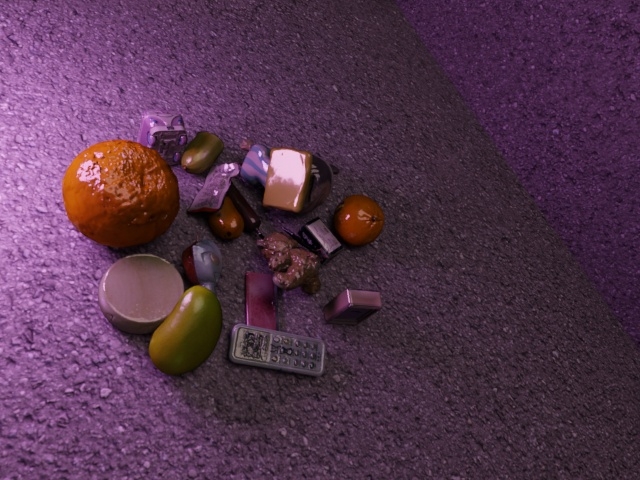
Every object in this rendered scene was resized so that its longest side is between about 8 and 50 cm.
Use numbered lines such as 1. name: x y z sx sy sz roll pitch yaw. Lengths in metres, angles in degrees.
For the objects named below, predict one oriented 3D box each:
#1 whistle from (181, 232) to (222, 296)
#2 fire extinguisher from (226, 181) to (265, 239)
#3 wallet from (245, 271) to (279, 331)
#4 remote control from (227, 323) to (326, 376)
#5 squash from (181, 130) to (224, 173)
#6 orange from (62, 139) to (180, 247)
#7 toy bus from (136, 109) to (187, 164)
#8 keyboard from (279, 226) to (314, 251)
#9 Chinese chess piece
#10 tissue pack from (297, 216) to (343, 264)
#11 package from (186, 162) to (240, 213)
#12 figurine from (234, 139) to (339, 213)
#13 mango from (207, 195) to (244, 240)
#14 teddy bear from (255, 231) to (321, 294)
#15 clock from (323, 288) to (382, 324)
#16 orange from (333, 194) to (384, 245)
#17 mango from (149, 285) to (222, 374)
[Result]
1. whistle: -0.382 0.140 1.543 0.134 0.142 0.345 -3 75 -21
2. fire extinguisher: -0.293 -0.109 1.786 0.072 0.089 0.267 -38 80 -2
3. wallet: -0.207 0.222 1.657 0.120 0.025 0.232 10 56 -25
4. remote control: -0.142 0.370 1.573 0.336 0.066 0.127 16 64 -21
5. squash: -0.458 -0.323 1.787 0.123 0.123 0.186 33 50 -9
6. orange: -0.620 -0.137 1.468 0.341 0.293 0.340 28 47 -35
7. toy bus: -0.575 -0.374 1.697 0.142 0.202 0.142 -9 64 -34
8. keyboard: -0.085 -0.004 1.777 0.074 0.196 0.015 33 84 32
9. Chinese chess piece: -0.545 0.162 1.444 0.251 0.101 0.250 15 55 -22
10. tissue pack: 0.000 0.001 1.875 0.103 0.090 0.170 -31 78 -40
11. package: -0.385 -0.191 1.724 0.040 0.166 0.231 50 49 -46
12. figurine: -0.106 -0.251 1.943 0.362 0.266 0.378 31 11 22
13. mango: -0.350 -0.080 1.712 0.115 0.090 0.178 -31 77 -8
14. teddy bear: -0.118 0.071 1.707 0.256 0.156 0.267 35 8 27
15. clock: 0.118 0.245 1.724 0.147 0.192 0.071 8 59 -27
16. orange: 0.161 -0.086 1.965 0.219 0.193 0.219 26 50 -37
17. mango: -0.381 0.273 1.387 0.272 0.149 0.185 -54 135 -5
